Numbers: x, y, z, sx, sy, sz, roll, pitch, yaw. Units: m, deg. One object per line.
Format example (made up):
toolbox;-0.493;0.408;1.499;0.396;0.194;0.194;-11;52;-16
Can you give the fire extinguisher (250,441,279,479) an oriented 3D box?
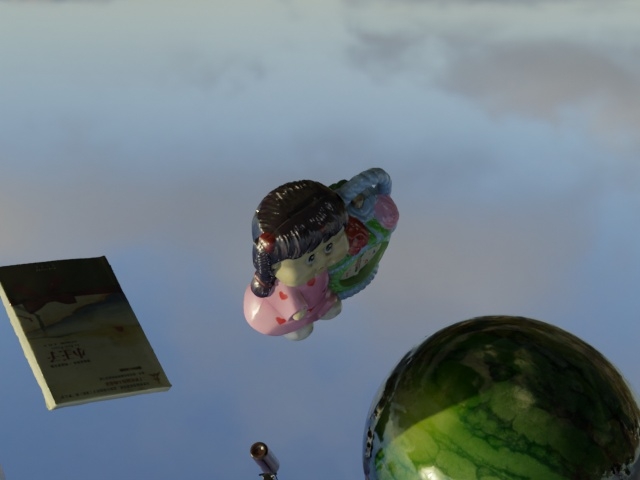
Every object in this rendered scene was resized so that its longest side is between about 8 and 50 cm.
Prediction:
fire extinguisher;-0.063;0.291;1.665;0.046;0.032;0.100;45;170;27

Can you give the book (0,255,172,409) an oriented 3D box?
book;-0.371;0.135;2.015;0.201;0.026;0.289;-5;-133;-36

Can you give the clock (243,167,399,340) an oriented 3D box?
clock;0.000;0.000;1.439;0.194;0.195;0.100;-36;-113;-23

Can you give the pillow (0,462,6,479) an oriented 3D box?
pillow;-0.388;0.244;1.402;0.078;0.181;0.134;-31;-117;-10

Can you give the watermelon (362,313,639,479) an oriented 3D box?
watermelon;0.231;0.257;1.577;0.363;0.363;0.363;1;-169;0
